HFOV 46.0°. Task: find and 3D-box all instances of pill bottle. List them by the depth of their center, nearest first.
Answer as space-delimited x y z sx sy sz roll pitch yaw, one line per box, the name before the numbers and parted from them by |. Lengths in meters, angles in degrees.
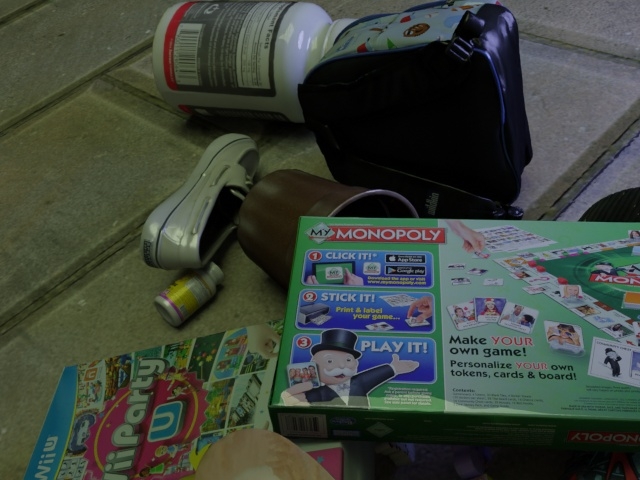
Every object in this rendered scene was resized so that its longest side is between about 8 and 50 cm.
pill bottle | -0.155 0.061 0.902 0.043 0.043 0.083 27 55 36
pill bottle | -0.077 -0.269 1.139 0.318 0.176 0.176 8 47 23

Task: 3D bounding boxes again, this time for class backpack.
backpack | 0.118 -0.169 0.928 0.263 0.277 0.213 2 39 27

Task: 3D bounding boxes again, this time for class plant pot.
plant pot | 0.000 0.000 0.851 0.167 0.167 0.165 -35 37 -21

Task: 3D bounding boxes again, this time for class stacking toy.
stacking toy | 0.126 0.206 0.610 0.167 0.052 0.221 -30 37 25

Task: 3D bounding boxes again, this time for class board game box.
board game box | 0.129 0.067 0.629 0.317 0.046 0.214 1 43 6
board game box | -0.108 0.199 0.670 0.303 0.098 0.224 -14 41 16

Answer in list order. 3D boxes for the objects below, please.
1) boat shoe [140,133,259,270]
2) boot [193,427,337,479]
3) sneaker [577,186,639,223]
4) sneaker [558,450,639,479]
boat shoe | -0.126 -0.053 0.965 0.088 0.096 0.267 10 33 18
boot | 0.017 0.281 0.485 0.104 0.211 0.295 -28 54 -17
sneaker | 0.398 0.035 0.741 0.123 0.146 0.330 -59 30 -8
sneaker | 0.237 0.189 0.611 0.125 0.104 0.262 -12 42 6
